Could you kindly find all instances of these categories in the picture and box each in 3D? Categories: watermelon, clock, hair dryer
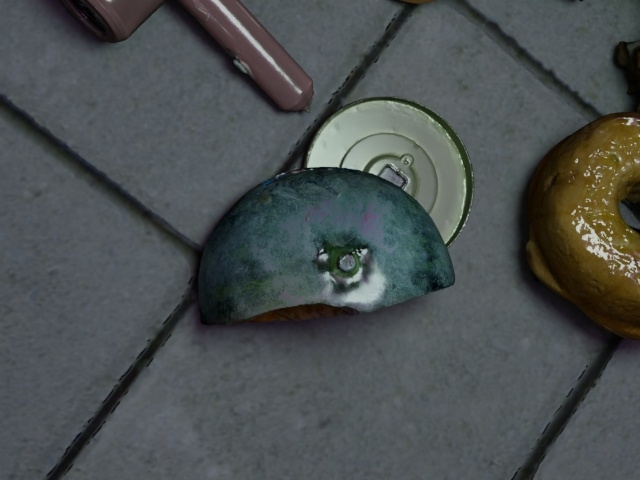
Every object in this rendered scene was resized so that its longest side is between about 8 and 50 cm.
[{"bbox_3d":[0.001,0.001,1.587,0.321,0.175,0.188,-13,92,-10],"label":"watermelon"},{"bbox_3d":[0.089,-0.075,1.713,0.235,0.029,0.235,2,84,-15],"label":"clock"},{"bbox_3d":[-0.144,-0.274,1.632,0.352,0.125,0.210,45,76,-14],"label":"hair dryer"}]

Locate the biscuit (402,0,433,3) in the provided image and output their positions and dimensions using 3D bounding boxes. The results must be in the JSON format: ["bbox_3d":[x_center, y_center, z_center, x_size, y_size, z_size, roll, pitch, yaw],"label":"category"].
[{"bbox_3d":[0.129,-0.450,1.678,0.202,0.044,0.289,2,114,16],"label":"biscuit"}]

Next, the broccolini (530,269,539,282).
[{"bbox_3d":[0.419,0.029,1.787,0.271,0.062,0.123,4,73,-12],"label":"broccolini"}]

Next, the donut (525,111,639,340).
[{"bbox_3d":[0.429,-0.023,1.704,0.317,0.150,0.299,-7,76,-7],"label":"donut"}]

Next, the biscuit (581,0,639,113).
[{"bbox_3d":[0.447,-0.345,1.749,0.268,0.115,0.366,-41,99,18],"label":"biscuit"}]
